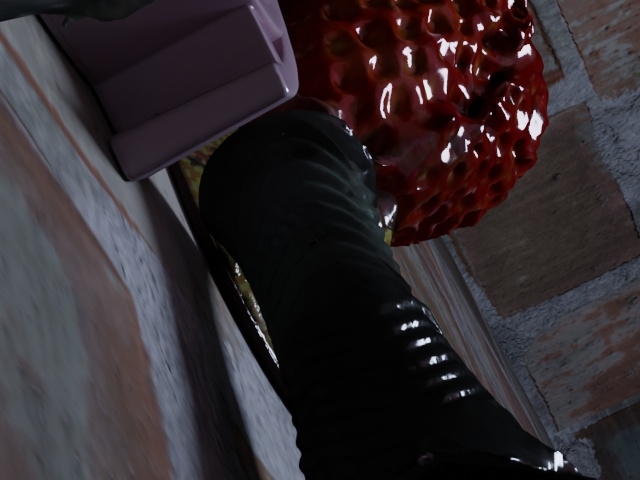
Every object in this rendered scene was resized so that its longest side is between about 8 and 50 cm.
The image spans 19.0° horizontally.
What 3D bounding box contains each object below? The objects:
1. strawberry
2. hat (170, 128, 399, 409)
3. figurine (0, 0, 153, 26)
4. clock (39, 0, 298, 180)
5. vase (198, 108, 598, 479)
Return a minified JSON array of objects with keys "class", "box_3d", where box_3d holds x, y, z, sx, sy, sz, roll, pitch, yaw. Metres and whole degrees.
[{"class":"strawberry","box_3d":[0.026,-0.081,1.075,0.205,0.205,0.244,63,21,-6]},{"class":"hat","box_3d":[0.000,0.000,0.919,0.193,0.082,0.193,62,7,-13]},{"class":"figurine","box_3d":[-0.083,-0.136,0.436,0.208,0.128,0.184,-46,115,-45]},{"class":"clock","box_3d":[-0.103,-0.187,0.836,0.275,0.080,0.290,62,5,-16]},{"class":"vase","box_3d":[0.014,0.045,0.731,0.115,0.115,0.237,59,3,-40]}]
